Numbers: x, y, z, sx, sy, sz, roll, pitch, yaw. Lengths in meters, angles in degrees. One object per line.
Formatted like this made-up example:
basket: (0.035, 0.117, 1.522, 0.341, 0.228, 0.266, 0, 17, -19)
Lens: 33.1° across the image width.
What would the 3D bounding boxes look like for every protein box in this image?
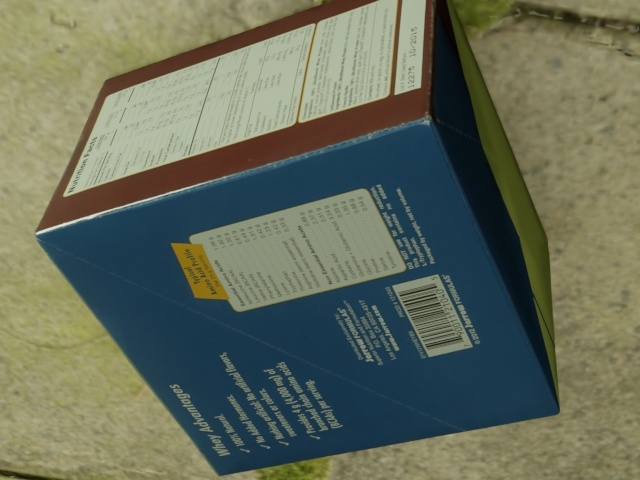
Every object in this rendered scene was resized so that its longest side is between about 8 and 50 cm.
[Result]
protein box: (0.000, 0.000, 0.573, 0.201, 0.136, 0.200, -14, 128, 20)
